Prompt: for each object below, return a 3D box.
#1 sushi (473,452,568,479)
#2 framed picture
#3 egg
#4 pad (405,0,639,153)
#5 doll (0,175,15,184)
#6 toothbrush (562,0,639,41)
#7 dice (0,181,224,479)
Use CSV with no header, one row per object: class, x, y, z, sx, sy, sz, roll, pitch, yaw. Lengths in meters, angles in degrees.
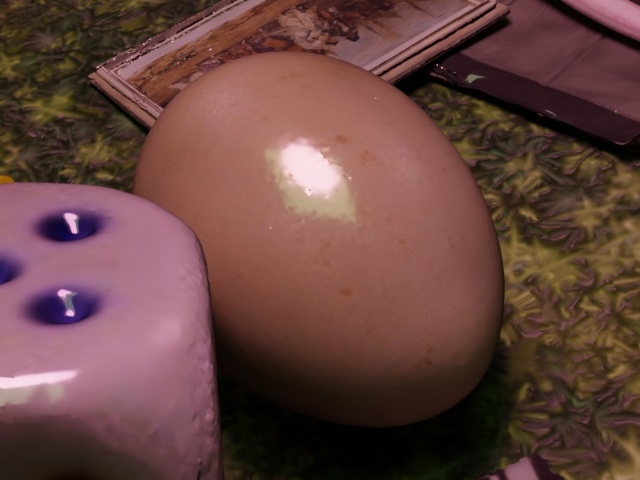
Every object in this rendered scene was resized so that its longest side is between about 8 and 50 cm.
sushi,0.031,0.250,0.570,0.339,0.068,0.320,-20,28,-17
framed picture,-0.021,-0.154,1.045,0.274,0.017,0.217,-34,43,-20
egg,0.000,0.000,0.768,0.189,0.188,0.254,-33,56,-20
pad,0.184,-0.147,1.001,0.233,0.022,0.174,25,55,35
doll,-0.224,0.055,0.831,0.135,0.098,0.241,0,46,23
toothbrush,0.164,-0.206,1.041,0.025,0.029,0.307,-40,48,-11
dice,-0.141,0.095,0.628,0.192,0.193,0.194,-6,31,-7
